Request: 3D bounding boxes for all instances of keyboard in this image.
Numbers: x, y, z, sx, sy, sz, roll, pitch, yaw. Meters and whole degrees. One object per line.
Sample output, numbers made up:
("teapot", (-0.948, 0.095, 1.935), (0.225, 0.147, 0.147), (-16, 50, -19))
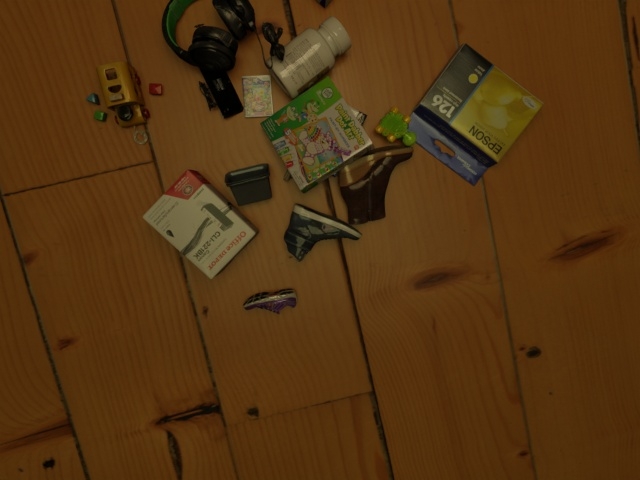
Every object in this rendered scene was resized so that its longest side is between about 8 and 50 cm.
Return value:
("keyboard", (-0.316, -0.459, 1.337), (0.100, 0.038, 0.191), (-28, 96, -22))

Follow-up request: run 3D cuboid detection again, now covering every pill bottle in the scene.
("pill bottle", (-0.031, -0.530, 1.282), (0.229, 0.131, 0.131), (-38, 96, 2))

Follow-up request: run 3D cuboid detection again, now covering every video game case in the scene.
("video game case", (-0.190, -0.436, 1.347), (0.087, 0.011, 0.121), (-4, 96, -1))

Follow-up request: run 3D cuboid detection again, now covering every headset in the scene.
("headset", (-0.270, -0.589, 1.219), (0.395, 0.185, 0.243), (29, 87, 13))

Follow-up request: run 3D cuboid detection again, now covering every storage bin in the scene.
("storage bin", (-0.210, -0.167, 1.342), (0.135, 0.098, 0.090), (-13, 124, -1))

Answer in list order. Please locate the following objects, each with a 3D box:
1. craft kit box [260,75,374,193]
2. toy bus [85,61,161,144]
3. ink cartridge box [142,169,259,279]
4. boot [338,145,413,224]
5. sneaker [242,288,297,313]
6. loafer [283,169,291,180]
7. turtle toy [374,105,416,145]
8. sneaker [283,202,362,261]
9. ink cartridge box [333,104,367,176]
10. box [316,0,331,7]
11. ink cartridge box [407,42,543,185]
("craft kit box", (-0.012, -0.306, 1.298), (0.247, 0.061, 0.249), (-32, 79, 5))
("toy bus", (-0.574, -0.411, 1.289), (0.202, 0.104, 0.190), (31, 94, -4))
("ink cartridge box", (-0.349, -0.047, 1.331), (0.273, 0.114, 0.197), (44, 93, -7))
("boot", (0.180, -0.172, 1.368), (0.249, 0.090, 0.206), (-17, 112, -7))
("sneaker", (-0.157, 0.201, 1.391), (0.170, 0.068, 0.071), (-8, 102, -2))
("loafer", (-0.068, -0.233, 1.358), (0.039, 0.045, 0.125), (29, 92, -11))
("turtle toy", (0.233, -0.333, 1.338), (0.130, 0.066, 0.095), (43, 97, 20))
("sneaker", (-0.001, -0.001, 1.364), (0.227, 0.086, 0.163), (20, 98, -7))
("ink cartridge box", (0.051, -0.307, 1.352), (0.097, 0.046, 0.206), (28, 95, -3))
("box", (0.002, -0.776, 1.286), (0.137, 0.072, 0.126), (40, 93, -5))
("ink cartridge box", (0.455, -0.377, 1.349), (0.304, 0.072, 0.307), (35, 92, -5))
